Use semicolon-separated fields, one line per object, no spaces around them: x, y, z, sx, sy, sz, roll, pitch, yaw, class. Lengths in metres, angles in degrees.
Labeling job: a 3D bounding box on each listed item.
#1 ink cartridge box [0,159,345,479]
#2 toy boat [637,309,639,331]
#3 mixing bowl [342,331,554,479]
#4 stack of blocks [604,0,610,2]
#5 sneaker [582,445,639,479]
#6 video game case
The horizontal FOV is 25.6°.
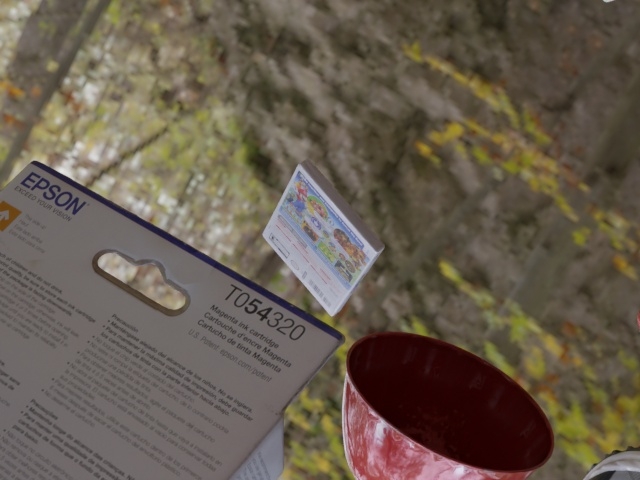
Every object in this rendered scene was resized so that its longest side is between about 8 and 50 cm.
-0.199;0.129;0.993;0.324;0.071;0.330;29;-119;29;ink cartridge box
0.247;0.024;0.714;0.231;0.151;0.151;-21;-168;-20;toy boat
0.089;0.165;1.149;0.181;0.098;0.181;19;-154;-9;mixing bowl
0.132;-0.261;0.742;0.297;0.087;0.171;45;-138;-44;stack of blocks
0.277;0.225;1.043;0.100;0.108;0.271;44;159;-22;sneaker
0.000;0.000;1.057;0.011;0.122;0.087;-35;-101;-27;video game case
